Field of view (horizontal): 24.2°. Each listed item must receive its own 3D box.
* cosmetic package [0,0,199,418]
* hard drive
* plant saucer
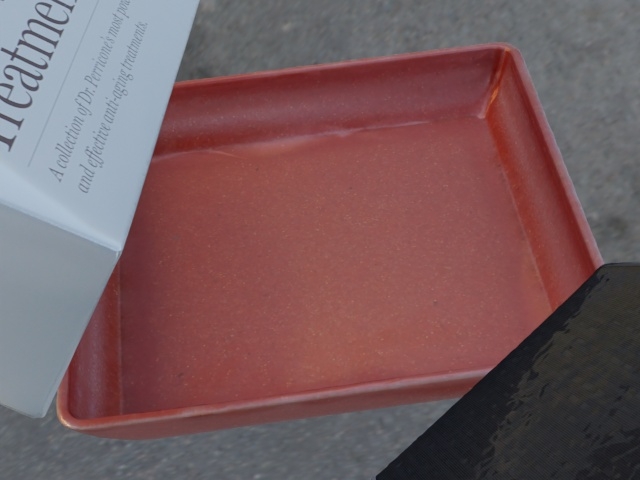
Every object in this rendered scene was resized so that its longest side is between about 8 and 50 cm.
[{"bbox_3d":[-0.192,-0.130,0.623,0.284,0.097,0.377,22,35,-11],"label":"cosmetic package"},{"bbox_3d":[0.097,0.080,0.467,0.172,0.255,0.054,-43,101,-3],"label":"hard drive"},{"bbox_3d":[0.000,0.000,0.763,0.259,0.047,0.259,-7,41,-2],"label":"plant saucer"}]
